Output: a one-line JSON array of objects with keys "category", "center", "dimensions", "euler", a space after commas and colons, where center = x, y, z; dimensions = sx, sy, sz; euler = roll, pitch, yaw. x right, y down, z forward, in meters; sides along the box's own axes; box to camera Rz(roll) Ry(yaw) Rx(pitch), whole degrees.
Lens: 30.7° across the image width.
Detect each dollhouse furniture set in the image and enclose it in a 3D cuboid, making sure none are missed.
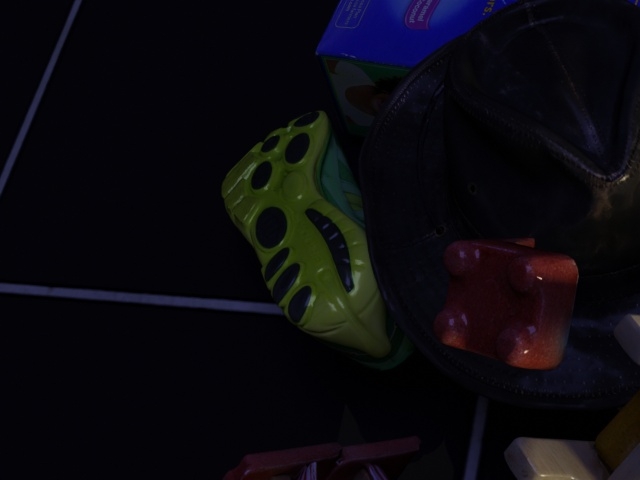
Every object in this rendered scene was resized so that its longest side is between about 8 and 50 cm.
[{"category": "dollhouse furniture set", "center": [0.088, 0.146, 0.646], "dimensions": [0.374, 0.152, 0.201], "euler": [-56, 49, 31]}]

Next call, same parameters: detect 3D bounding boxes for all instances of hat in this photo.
[{"category": "hat", "center": [0.165, -0.065, 0.738], "dimensions": [0.331, 0.134, 0.331], "euler": [-6, 56, 9]}]

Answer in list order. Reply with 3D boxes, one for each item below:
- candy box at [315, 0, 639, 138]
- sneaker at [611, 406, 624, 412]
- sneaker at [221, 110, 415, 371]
[{"category": "candy box", "center": [0.196, -0.198, 0.969], "dimensions": [0.317, 0.122, 0.268], "euler": [12, 62, 26]}, {"category": "sneaker", "center": [0.250, 0.104, 0.769], "dimensions": [0.126, 0.127, 0.321], "euler": [-19, 30, 0]}, {"category": "sneaker", "center": [0.000, 0.000, 0.923], "dimensions": [0.109, 0.123, 0.295], "euler": [-32, 35, 10]}]
